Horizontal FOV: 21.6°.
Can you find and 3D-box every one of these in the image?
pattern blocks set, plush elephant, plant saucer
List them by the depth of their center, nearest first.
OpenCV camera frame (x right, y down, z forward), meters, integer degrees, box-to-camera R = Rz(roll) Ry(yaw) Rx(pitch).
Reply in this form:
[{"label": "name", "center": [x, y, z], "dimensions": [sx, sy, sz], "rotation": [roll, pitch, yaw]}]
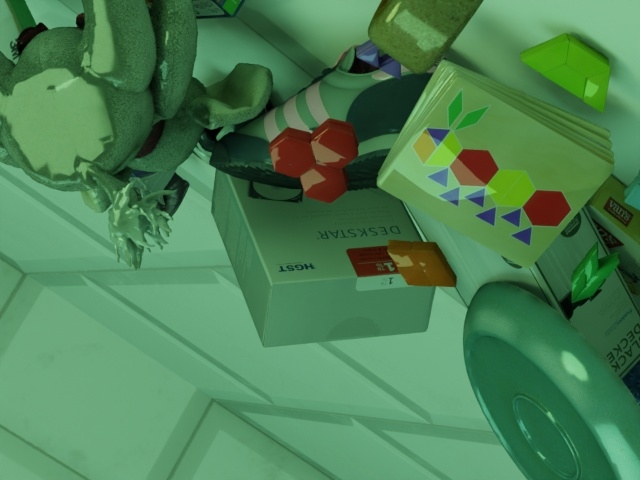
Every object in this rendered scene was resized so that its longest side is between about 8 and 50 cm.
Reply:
[{"label": "pattern blocks set", "center": [0.150, -0.068, 1.489], "dimensions": [0.325, 0.026, 0.285], "rotation": [36, 120, -18]}, {"label": "plant saucer", "center": [0.235, 0.185, 1.658], "dimensions": [0.317, 0.043, 0.318], "rotation": [51, 162, 23]}, {"label": "plush elephant", "center": [-0.204, -0.151, 1.669], "dimensions": [0.330, 0.271, 0.255], "rotation": [64, -163, -6]}]

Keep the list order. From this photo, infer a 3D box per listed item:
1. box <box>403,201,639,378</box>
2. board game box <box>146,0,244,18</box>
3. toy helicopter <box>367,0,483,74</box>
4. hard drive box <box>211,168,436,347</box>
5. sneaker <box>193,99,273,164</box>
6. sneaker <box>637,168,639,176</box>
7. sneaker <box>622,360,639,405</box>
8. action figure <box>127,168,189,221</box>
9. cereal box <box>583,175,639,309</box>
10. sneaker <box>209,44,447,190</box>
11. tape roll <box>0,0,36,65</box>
[{"label": "box", "center": [0.199, 0.012, 1.680], "dimensions": [0.169, 0.087, 0.290], "rotation": [14, 142, 54]}, {"label": "board game box", "center": [-0.181, -0.275, 1.695], "dimensions": [0.201, 0.035, 0.136], "rotation": [7, 153, 51]}, {"label": "toy helicopter", "center": [0.134, -0.232, 0.771], "dimensions": [0.140, 0.355, 0.235], "rotation": [32, 180, -10]}, {"label": "hard drive box", "center": [0.000, 0.000, 1.773], "dimensions": [0.232, 0.181, 0.089], "rotation": [-115, 27, -47]}, {"label": "sneaker", "center": [-0.061, -0.102, 1.900], "dimensions": [0.235, 0.094, 0.153], "rotation": [37, 173, 7]}, {"label": "sneaker", "center": [0.366, 0.046, 1.553], "dimensions": [0.256, 0.151, 0.094], "rotation": [38, 162, -24]}, {"label": "sneaker", "center": [0.332, 0.132, 1.991], "dimensions": [0.232, 0.081, 0.090], "rotation": [34, 166, 6]}, {"label": "action figure", "center": [-0.276, -0.145, 2.123], "dimensions": [0.185, 0.099, 0.285], "rotation": [24, 161, 47]}, {"label": "cereal box", "center": [0.285, 0.010, 1.750], "dimensions": [0.173, 0.047, 0.240], "rotation": [37, 162, -16]}, {"label": "sneaker", "center": [0.014, -0.120, 1.650], "dimensions": [0.112, 0.131, 0.319], "rotation": [15, 168, -42]}, {"label": "tape roll", "center": [-0.411, -0.231, 1.757], "dimensions": [0.077, 0.321, 0.321], "rotation": [-28, 133, 20]}]
